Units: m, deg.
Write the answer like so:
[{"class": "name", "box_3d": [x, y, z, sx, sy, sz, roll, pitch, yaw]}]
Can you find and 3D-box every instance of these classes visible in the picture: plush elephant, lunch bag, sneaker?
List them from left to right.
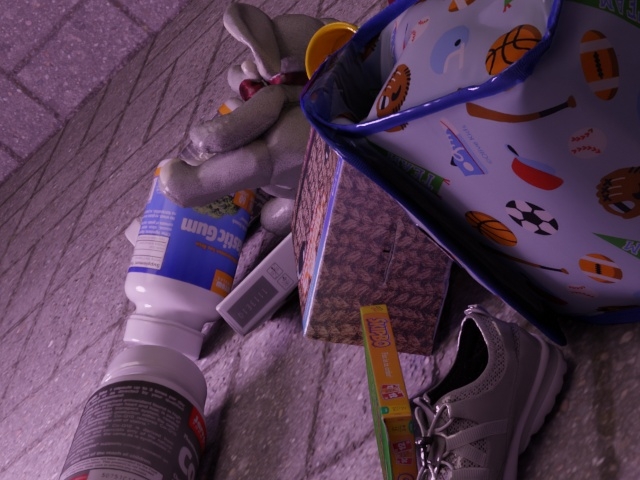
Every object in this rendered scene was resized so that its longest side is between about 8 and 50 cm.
[{"class": "plush elephant", "box_3d": [-0.051, -0.192, 2.025, 0.330, 0.272, 0.255, -32, 58, 39]}, {"class": "sneaker", "box_3d": [0.113, 0.186, 1.311, 0.105, 0.115, 0.281, -22, 35, 53]}, {"class": "lunch bag", "box_3d": [0.192, -0.078, 1.321, 0.385, 0.328, 0.239, -12, 44, 58]}]

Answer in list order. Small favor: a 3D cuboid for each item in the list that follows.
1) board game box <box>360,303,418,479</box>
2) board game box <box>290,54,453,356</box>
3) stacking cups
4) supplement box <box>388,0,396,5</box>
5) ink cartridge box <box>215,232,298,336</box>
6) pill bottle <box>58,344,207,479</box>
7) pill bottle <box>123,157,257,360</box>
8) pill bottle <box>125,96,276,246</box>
[{"class": "board game box", "box_3d": [0.067, 0.171, 1.433, 0.039, 0.124, 0.259, -6, 23, 2]}, {"class": "board game box", "box_3d": [0.062, -0.047, 1.667, 0.291, 0.141, 0.232, -100, 21, -65]}, {"class": "stacking cups", "box_3d": [0.103, -0.221, 1.913, 0.096, 0.096, 0.316, -40, -18, 27]}, {"class": "supplement box", "box_3d": [0.165, -0.380, 2.287, 0.104, 0.081, 0.188, -43, 20, 19]}, {"class": "ink cartridge box", "box_3d": [0.000, 0.000, 1.992, 0.275, 0.060, 0.239, -45, -5, 14]}, {"class": "pill bottle", "box_3d": [-0.228, 0.268, 1.837, 0.161, 0.161, 0.283, -38, 22, 29]}, {"class": "pill bottle", "box_3d": [-0.195, 0.030, 2.151, 0.152, 0.152, 0.272, -9, 65, 62]}, {"class": "pill bottle", "box_3d": [-0.168, -0.075, 2.332, 0.278, 0.162, 0.162, -49, 20, 3]}]
